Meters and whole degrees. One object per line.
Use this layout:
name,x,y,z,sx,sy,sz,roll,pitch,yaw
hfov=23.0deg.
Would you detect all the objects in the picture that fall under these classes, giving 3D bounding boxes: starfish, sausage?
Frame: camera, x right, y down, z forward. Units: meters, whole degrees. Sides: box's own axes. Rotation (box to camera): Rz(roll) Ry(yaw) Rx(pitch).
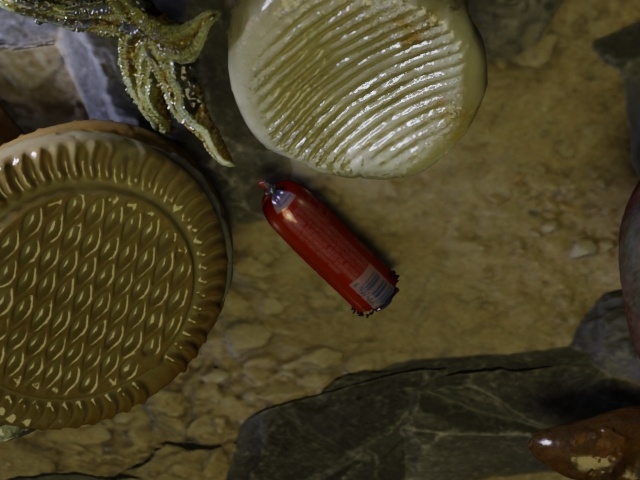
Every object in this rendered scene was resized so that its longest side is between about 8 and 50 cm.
starfish,-0.117,-0.135,1.056,0.176,0.053,0.208,4,144,51
sausage,0.000,0.000,1.199,0.145,0.048,0.050,43,158,-29

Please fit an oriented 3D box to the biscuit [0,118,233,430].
biscuit,-0.180,0.029,1.149,0.259,0.079,0.259,-12,121,-20

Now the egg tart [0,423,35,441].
egg tart,-0.300,0.086,1.253,0.234,0.094,0.234,1,128,1

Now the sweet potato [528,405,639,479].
sweet potato,0.318,0.189,1.314,0.292,0.097,0.097,18,129,-2

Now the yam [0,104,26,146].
yam,-0.223,-0.047,1.165,0.046,0.046,0.264,-19,127,18

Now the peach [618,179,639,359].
peach,0.322,0.021,1.067,0.252,0.252,0.252,1,131,2

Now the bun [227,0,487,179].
bun,0.028,-0.129,1.047,0.183,0.102,0.183,7,131,8
